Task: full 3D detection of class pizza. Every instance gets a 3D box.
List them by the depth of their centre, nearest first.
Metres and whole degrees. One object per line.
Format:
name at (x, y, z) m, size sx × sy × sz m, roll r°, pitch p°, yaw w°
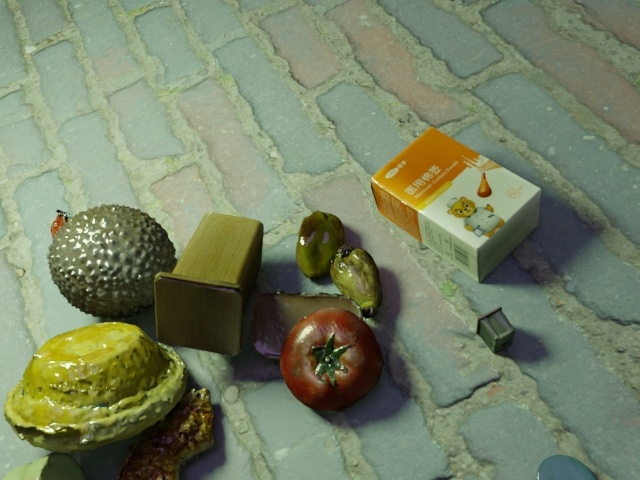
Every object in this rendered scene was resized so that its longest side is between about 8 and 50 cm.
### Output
pizza at (-0.322, 0.431, 1.393) m, size 0.161 × 0.086 × 0.305 m, roll 15°, pitch 54°, yaw 36°

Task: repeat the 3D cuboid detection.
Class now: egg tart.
egg tart at (-0.475, 0.285, 1.424) m, size 0.387 × 0.169 × 0.388 m, roll -5°, pitch 20°, yaw 2°

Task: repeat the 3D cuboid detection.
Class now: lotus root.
lotus root at (0.090, 0.103, 1.547) m, size 0.108 × 0.094 × 0.191 m, roll -33°, pitch 59°, yaw 16°

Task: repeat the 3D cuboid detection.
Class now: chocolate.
chocolate at (-0.026, 0.193, 1.504) m, size 0.261 × 0.083 × 0.161 m, roll 6°, pitch 83°, yaw 14°

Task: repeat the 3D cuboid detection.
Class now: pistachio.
pistachio at (0.003, 0.002, 1.632) m, size 0.110 × 0.100 × 0.189 m, roll 3°, pitch 54°, yaw 21°

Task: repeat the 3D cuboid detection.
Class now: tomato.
tomato at (0.017, 0.246, 1.404) m, size 0.225 × 0.085 × 0.225 m, roll -3°, pitch 79°, yaw 14°

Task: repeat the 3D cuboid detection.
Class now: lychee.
lychee at (-0.490, 0.060, 1.597) m, size 0.300 × 0.300 × 0.300 m, roll -7°, pitch 53°, yaw 9°

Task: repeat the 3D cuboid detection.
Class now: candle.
candle at (-0.696, 0.015, 1.825) m, size 0.059 × 0.084 × 0.302 m, roll 1°, pitch 40°, yaw -25°

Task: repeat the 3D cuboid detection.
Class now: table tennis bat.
table tennis bat at (0.466, 0.461, 1.230) m, size 0.100 × 0.019 × 0.155 m, roll -35°, pitch 52°, yaw -13°

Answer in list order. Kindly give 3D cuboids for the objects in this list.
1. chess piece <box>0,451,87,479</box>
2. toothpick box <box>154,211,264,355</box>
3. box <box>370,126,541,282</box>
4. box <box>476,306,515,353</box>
chess piece at (-0.678, 0.597, 1.298) m, size 0.442 × 0.234 × 0.234 m, roll -22°, pitch 52°, yaw 1°
toothpick box at (-0.235, 0.080, 1.526) m, size 0.187 × 0.190 × 0.308 m, roll 9°, pitch 34°, yaw 4°
box at (0.314, -0.095, 1.599) m, size 0.225 × 0.143 × 0.341 m, roll -41°, pitch 56°, yaw -16°
box at (0.368, 0.190, 1.414) m, size 0.060 × 0.085 × 0.063 m, roll -25°, pitch 58°, yaw -6°
